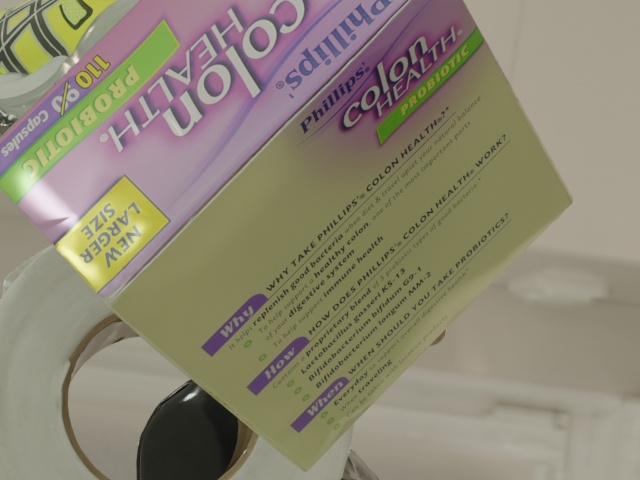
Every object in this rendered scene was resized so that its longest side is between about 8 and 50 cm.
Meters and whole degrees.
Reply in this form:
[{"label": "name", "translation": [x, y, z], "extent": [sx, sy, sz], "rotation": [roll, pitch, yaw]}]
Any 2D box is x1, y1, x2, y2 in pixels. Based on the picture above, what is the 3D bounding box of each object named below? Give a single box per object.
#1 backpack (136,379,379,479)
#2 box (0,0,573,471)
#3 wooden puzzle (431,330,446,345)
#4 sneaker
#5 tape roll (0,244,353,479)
[{"label": "backpack", "translation": [-0.025, 0.294, 1.589], "extent": [0.290, 0.273, 0.355], "rotation": [61, -162, 21]}, {"label": "box", "translation": [-0.011, -0.029, 0.889], "extent": [0.213, 0.117, 0.243], "rotation": [-45, -33, -3]}, {"label": "wooden puzzle", "translation": [0.000, 0.000, 1.560], "extent": [0.044, 0.221, 0.239], "rotation": [-146, 49, -65]}, {"label": "sneaker", "translation": [-0.142, -0.118, 1.170], "extent": [0.384, 0.145, 0.147], "rotation": [9, 72, 50]}, {"label": "tape roll", "translation": [-0.123, 0.127, 1.306], "extent": [0.100, 0.286, 0.286], "rotation": [127, 151, -70]}]
